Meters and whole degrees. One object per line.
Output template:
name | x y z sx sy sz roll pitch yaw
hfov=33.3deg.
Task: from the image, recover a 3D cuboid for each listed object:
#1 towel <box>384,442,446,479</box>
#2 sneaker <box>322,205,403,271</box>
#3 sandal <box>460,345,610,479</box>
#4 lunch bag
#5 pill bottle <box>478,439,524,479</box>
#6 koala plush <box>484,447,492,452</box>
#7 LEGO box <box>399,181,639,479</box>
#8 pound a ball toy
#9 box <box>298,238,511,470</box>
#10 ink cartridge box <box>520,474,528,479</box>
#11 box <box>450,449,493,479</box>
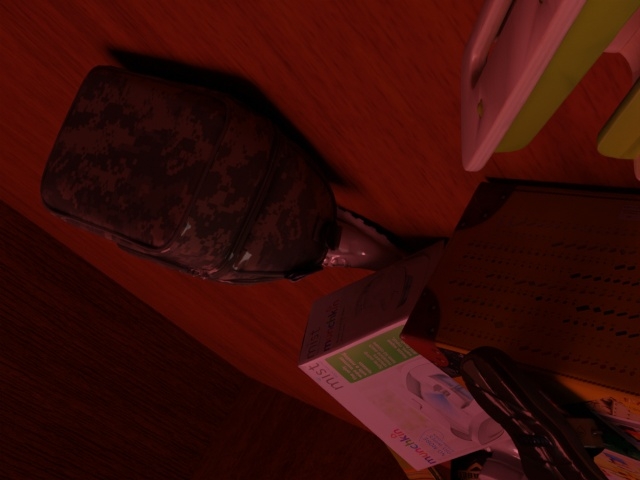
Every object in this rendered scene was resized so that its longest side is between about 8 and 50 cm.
towel | 0.126 0.320 1.618 0.237 0.021 0.102 56 154 0
sneaker | 0.000 0.000 1.460 0.235 0.095 0.090 26 165 7
sandal | 0.201 0.164 0.923 0.219 0.060 0.090 51 154 -15
lunch bag | -0.150 -0.064 1.323 0.305 0.212 0.256 17 176 40
pill bottle | 0.308 0.254 1.485 0.121 0.216 0.121 28 165 8
koala plush | 0.204 0.212 1.632 0.221 0.196 0.203 30 157 13
LEGO box | 0.380 0.136 0.968 0.372 0.193 0.500 39 164 -32
pound a ball toy | 0.199 -0.125 0.597 0.208 0.136 0.319 3 166 -1
box | 0.144 0.156 1.409 0.231 0.127 0.262 -27 122 32
ink cartridge box | 0.389 0.313 1.348 0.223 0.307 0.129 31 167 -8
box | 0.395 0.358 1.619 0.322 0.079 0.257 -4 170 35
